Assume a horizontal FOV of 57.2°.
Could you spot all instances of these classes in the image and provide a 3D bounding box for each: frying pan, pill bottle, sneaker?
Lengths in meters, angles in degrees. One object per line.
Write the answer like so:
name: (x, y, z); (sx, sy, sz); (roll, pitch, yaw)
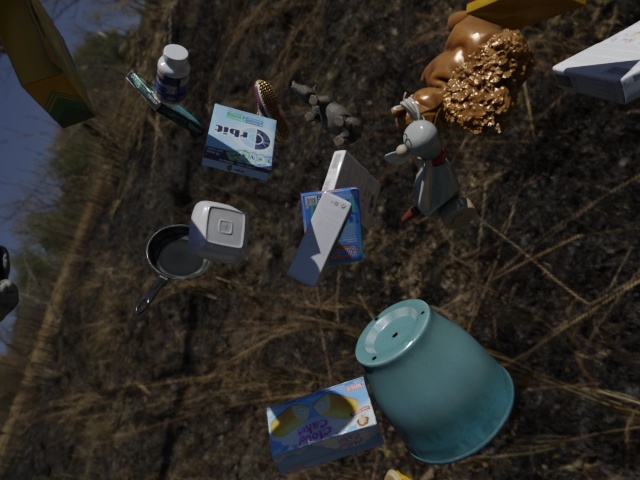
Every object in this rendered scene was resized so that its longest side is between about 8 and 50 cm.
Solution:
frying pan: (-0.413, 0.090, 1.709); (0.053, 0.197, 0.326); (110, 163, -52)
pill bottle: (-0.311, -0.349, 1.240); (0.120, 0.067, 0.067); (118, 163, -50)
sneaker: (-0.161, -0.364, 1.687); (0.084, 0.185, 0.069); (-6, 25, 38)

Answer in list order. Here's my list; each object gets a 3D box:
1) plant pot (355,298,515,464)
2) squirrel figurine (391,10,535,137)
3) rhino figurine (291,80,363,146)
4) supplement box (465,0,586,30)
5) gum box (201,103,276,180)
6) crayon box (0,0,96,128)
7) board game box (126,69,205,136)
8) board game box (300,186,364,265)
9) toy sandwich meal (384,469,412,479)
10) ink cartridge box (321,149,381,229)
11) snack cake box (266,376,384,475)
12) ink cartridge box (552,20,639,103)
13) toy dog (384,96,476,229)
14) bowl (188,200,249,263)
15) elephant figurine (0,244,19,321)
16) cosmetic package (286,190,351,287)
plant pot: (0.216, 0.272, 1.218); (0.272, 0.255, 0.271); (-35, 19, 14)
squirrel figurine: (0.382, -0.415, 1.633); (0.370, 0.281, 0.397); (-40, 22, 1)
rhino figurine: (0.009, -0.319, 1.440); (0.243, 0.106, 0.073); (46, 119, 22)
supplement box: (0.402, -0.538, 1.128); (0.191, 0.129, 0.194); (12, 93, 65)
gum box: (-0.190, -0.236, 1.399); (0.041, 0.157, 0.184); (117, 160, -46)
crayon box: (-0.538, -0.360, 1.126); (0.318, 0.081, 0.202); (147, 100, -79)
board game box: (-0.361, -0.320, 1.385); (0.026, 0.126, 0.186); (-46, -19, 8)
board game box: (0.034, -0.036, 1.649); (0.047, 0.160, 0.210); (-131, 35, -73)
toy sandwich meal: (0.129, 0.396, 0.916); (0.085, 0.029, 0.085); (173, 90, -69)
ink cartridge box: (0.102, -0.160, 1.922); (0.056, 0.225, 0.181); (1, 65, 39)
snack cake box: (0.008, 0.460, 1.459); (0.152, 0.264, 0.089); (-106, -3, -56)
ink cartridge box: (0.689, -0.400, 1.292); (0.239, 0.060, 0.275); (-27, 23, 3)
toy dog: (0.222, -0.135, 1.324); (0.161, 0.333, 0.220); (-32, 36, 8)
bowl: (-0.228, -0.023, 1.362); (0.053, 0.142, 0.142); (-30, 52, 57)
elephant figurine: (-0.623, 0.040, 1.054); (0.186, 0.169, 0.239); (-32, 51, 11)
cosmetic package: (0.000, 0.000, 1.508); (0.231, 0.086, 0.117); (-64, -6, -3)
